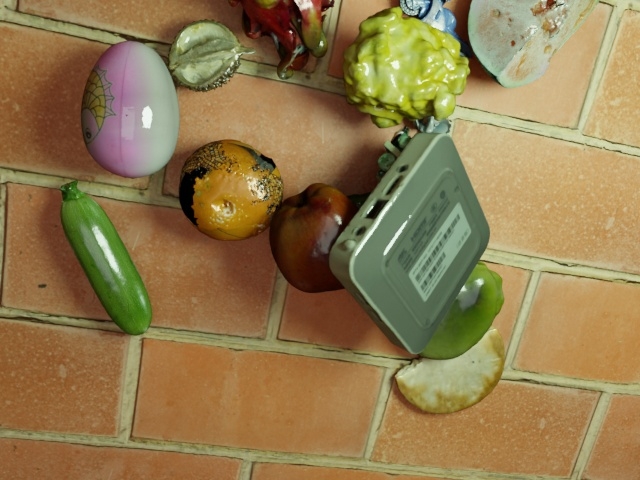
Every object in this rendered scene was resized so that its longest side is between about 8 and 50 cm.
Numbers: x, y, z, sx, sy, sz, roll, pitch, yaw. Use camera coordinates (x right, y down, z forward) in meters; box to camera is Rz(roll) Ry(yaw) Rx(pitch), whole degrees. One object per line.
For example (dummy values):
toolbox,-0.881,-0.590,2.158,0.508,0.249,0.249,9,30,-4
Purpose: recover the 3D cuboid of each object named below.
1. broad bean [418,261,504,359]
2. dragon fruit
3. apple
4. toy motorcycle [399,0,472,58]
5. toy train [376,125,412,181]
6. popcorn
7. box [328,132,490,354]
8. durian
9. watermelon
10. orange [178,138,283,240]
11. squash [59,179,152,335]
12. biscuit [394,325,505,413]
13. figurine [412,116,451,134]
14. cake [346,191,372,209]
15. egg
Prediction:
broad bean,0.328,0.172,1.238,0.238,0.119,0.291,41,95,-12
dragon fruit,-0.071,-0.509,0.972,0.228,0.307,0.243,-7,63,10
apple,-0.002,0.001,1.055,0.234,0.234,0.233,-2,105,-6
toy motorcycle,0.259,-0.477,1.092,0.114,0.076,0.205,-35,107,-5
toy train,0.180,-0.173,1.100,0.125,0.194,0.081,-47,71,6
popcorn,0.171,-0.339,1.012,0.250,0.241,0.234,25,120,0
box,0.213,0.013,1.031,0.367,0.091,0.373,-54,133,-17
durian,-0.228,-0.384,1.042,0.189,0.091,0.148,-10,85,6
watermelon,0.454,-0.485,1.089,0.322,0.188,0.175,-36,151,-4
orange,-0.198,-0.106,1.081,0.235,0.182,0.234,-4,118,-7
squash,-0.490,0.053,1.120,0.107,0.107,0.394,-21,105,-1
biscuit,0.370,0.372,1.337,0.309,0.040,0.204,-27,106,1
figurine,0.254,-0.283,1.132,0.082,0.094,0.086,2,142,29
cake,0.047,-0.051,1.161,0.236,0.099,0.100,-9,103,-4
egg,-0.388,-0.266,1.008,0.197,0.196,0.271,5,85,-8
